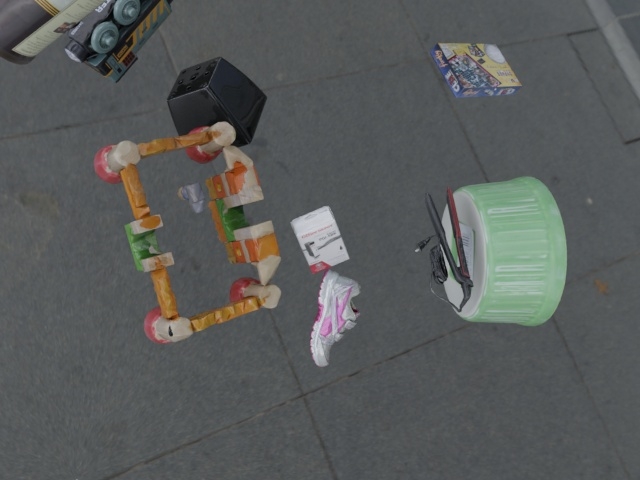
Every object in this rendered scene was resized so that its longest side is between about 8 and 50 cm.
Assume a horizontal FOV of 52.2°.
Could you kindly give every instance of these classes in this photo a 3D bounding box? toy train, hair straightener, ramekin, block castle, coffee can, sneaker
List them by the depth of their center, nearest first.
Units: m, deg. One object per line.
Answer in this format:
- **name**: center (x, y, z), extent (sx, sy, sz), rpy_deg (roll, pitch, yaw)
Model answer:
- **coffee can**: center (-0.447, -0.450, 1.060), extent (0.275, 0.201, 0.202), rpy_deg (-33, 83, 10)
- **hair straightener**: center (0.216, 0.019, 1.182), extent (0.088, 0.047, 0.231), rpy_deg (-10, 74, 5)
- **ramekin**: center (0.351, 0.024, 1.318), extent (0.148, 0.303, 0.304), rpy_deg (-2, 71, -9)
- **block castle**: center (-0.290, -0.022, 1.454), extent (0.302, 0.212, 0.454), rpy_deg (-19, 96, -28)
- **toy train**: center (-0.479, -0.545, 1.587), extent (0.142, 0.190, 0.334), rpy_deg (33, 80, 17)
- **sneaker**: center (0.039, 0.201, 1.630), extent (0.111, 0.103, 0.253), rpy_deg (11, 105, 2)

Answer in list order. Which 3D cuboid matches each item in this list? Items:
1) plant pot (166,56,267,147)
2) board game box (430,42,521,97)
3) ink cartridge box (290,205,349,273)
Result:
- **plant pot**: center (-0.268, -0.339, 1.619), extent (0.167, 0.188, 0.188), rpy_deg (56, 35, -41)
- **board game box**: center (0.447, -0.489, 1.870), extent (0.243, 0.042, 0.165), rpy_deg (-10, 66, -33)
- **ink cartridge box**: center (0.000, 0.000, 1.532), extent (0.099, 0.135, 0.056), rpy_deg (-23, 41, 0)
